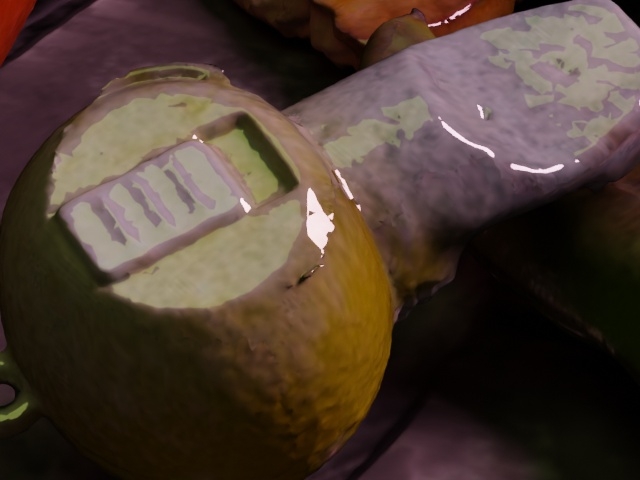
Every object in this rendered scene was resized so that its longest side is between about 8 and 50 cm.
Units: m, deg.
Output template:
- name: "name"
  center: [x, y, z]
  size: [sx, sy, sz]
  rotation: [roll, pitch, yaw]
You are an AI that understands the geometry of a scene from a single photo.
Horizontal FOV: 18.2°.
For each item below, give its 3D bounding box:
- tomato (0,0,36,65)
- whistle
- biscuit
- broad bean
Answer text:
- name: "tomato"
  center: [-0.253, -0.138, 0.648]
  size: [0.341, 0.272, 0.341]
  rotation: [17, 37, -13]
- name: "whistle"
  center: [0.000, 0.000, 0.568]
  size: [0.223, 0.123, 0.123]
  rotation: [-28, 39, -15]
- name: "biscuit"
  center: [0.006, -0.125, 0.841]
  size: [0.176, 0.031, 0.228]
  rotation: [0, 34, 8]
- name: "broad bean"
  center: [0.104, 0.013, 0.591]
  size: [0.077, 0.061, 0.339]
  rotation: [-27, 38, -12]
